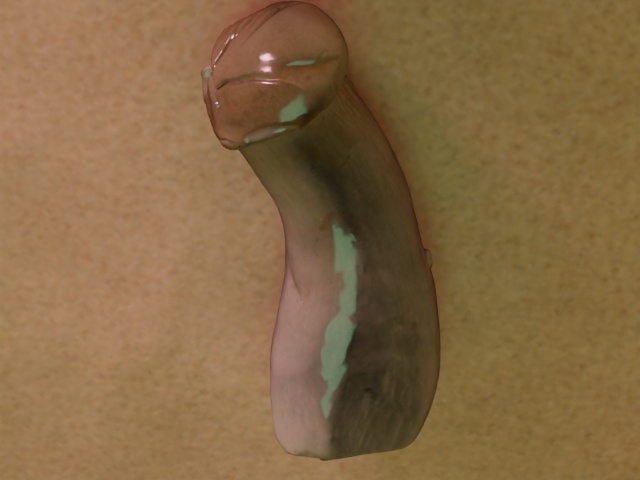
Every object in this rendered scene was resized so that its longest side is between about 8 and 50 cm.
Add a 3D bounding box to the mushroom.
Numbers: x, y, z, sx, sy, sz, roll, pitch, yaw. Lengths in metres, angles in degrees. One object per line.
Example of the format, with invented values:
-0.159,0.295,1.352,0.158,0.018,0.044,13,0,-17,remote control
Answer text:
0.004,-0.002,0.771,0.092,0.081,0.223,-16,118,-13,mushroom
